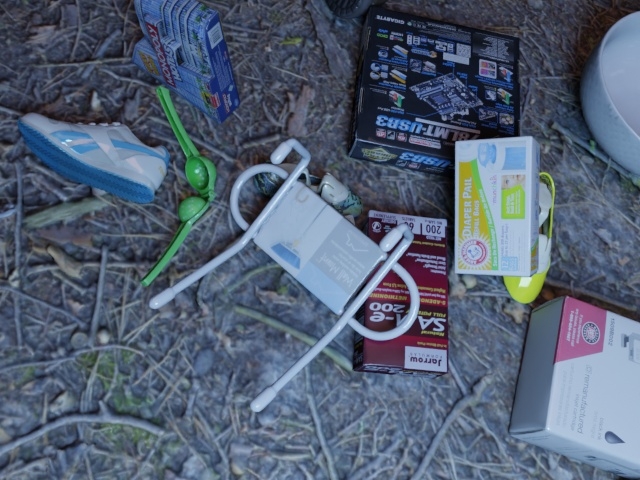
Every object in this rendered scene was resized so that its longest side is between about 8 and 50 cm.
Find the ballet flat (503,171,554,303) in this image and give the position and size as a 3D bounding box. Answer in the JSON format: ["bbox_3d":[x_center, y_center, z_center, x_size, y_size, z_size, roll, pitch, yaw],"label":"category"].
[{"bbox_3d":[0.351,-0.013,0.931,0.077,0.077,0.231,16,68,-4],"label":"ballet flat"}]

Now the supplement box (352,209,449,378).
[{"bbox_3d":[0.123,0.081,0.860,0.130,0.073,0.240,6,70,-7],"label":"supplement box"}]

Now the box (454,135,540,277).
[{"bbox_3d":[0.272,-0.049,0.861,0.114,0.103,0.203,0,92,27],"label":"box"}]

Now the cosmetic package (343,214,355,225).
[{"bbox_3d":[0.000,0.000,0.888,0.115,0.041,0.060,-8,72,-12],"label":"cosmetic package"}]

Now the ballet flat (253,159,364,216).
[{"bbox_3d":[-0.015,-0.085,0.903,0.188,0.070,0.070,12,68,-6],"label":"ballet flat"}]

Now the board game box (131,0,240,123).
[{"bbox_3d":[-0.237,-0.310,0.913,0.194,0.194,0.060,29,66,18],"label":"board game box"}]

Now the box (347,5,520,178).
[{"bbox_3d":[0.209,-0.259,1.006,0.295,0.073,0.294,9,69,-6],"label":"box"}]

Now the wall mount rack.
[{"bbox_3d":[-0.049,0.042,0.780,0.350,0.130,0.304,40,95,19],"label":"wall mount rack"}]

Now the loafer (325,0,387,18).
[{"bbox_3d":[0.025,-0.586,1.090,0.130,0.133,0.366,-16,80,-42],"label":"loafer"}]

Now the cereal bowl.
[{"bbox_3d":[0.625,-0.243,1.030,0.338,0.141,0.339,3,68,-8],"label":"cereal bowl"}]

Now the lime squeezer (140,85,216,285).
[{"bbox_3d":[-0.206,-0.077,0.856,0.058,0.110,0.311,-8,72,27],"label":"lime squeezer"}]

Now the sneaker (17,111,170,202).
[{"bbox_3d":[-0.348,-0.141,0.870,0.228,0.087,0.092,24,60,-7],"label":"sneaker"}]

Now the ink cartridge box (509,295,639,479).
[{"bbox_3d":[0.450,0.231,0.831,0.282,0.117,0.207,20,67,-1],"label":"ink cartridge box"}]
